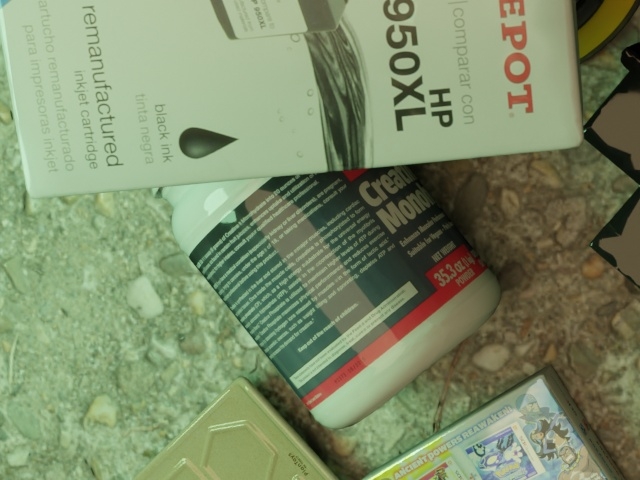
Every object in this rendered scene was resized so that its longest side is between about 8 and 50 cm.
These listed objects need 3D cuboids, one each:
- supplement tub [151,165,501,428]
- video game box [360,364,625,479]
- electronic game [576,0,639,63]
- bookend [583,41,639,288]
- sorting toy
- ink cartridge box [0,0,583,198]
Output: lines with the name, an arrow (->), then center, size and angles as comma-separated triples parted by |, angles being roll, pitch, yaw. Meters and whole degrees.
supplement tub -> 0.000, 0.000, 1.390 | 0.191, 0.191, 0.272 | -40, 87, 21
video game box -> 0.163, 0.238, 1.458 | 0.205, 0.048, 0.187 | -33, 90, 21
electronic game -> 0.150, -0.212, 1.316 | 0.229, 0.048, 0.229 | -6, 133, -6
bookend -> 0.262, -0.048, 1.356 | 0.156, 0.072, 0.157 | 41, 111, 9
sorting toy -> -0.068, 0.251, 1.548 | 0.193, 0.038, 0.208 | 47, 115, 5
ink cartridge box -> -0.020, -0.198, 1.187 | 0.394, 0.166, 0.285 | -5, 105, 8
